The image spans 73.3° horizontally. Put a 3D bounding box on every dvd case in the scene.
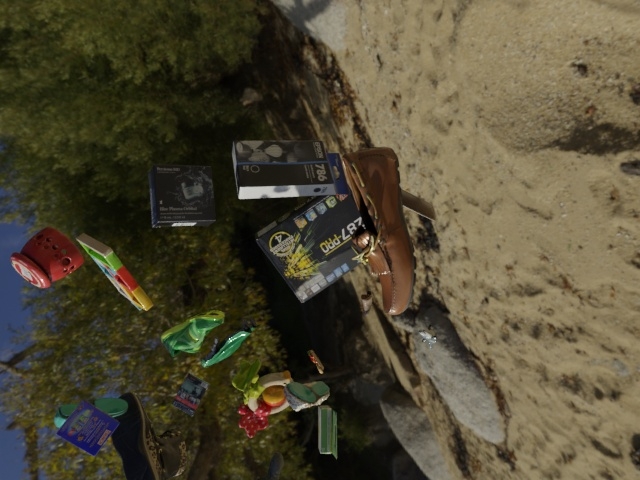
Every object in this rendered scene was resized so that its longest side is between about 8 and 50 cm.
[{"bbox_3d":[-0.454,0.539,1.507,0.087,0.119,0.013,25,171,7],"label":"dvd case"}]

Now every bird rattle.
[{"bbox_3d":[-0.178,0.517,1.399,0.143,0.207,0.253,-125,25,-65],"label":"bird rattle"}]

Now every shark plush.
[{"bbox_3d":[0.497,0.449,1.990,0.161,0.067,0.073,62,-170,-54],"label":"shark plush"}]

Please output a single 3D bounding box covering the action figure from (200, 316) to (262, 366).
[{"bbox_3d":[-0.299,0.332,1.365,0.063,0.232,0.137,52,-166,15],"label":"action figure"}]

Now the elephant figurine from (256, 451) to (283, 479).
[{"bbox_3d":[-0.187,0.716,1.131,0.186,0.169,0.239,-120,41,-65],"label":"elephant figurine"}]

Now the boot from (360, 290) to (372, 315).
[{"bbox_3d":[0.178,0.248,1.658,0.118,0.042,0.087,-24,-58,-67],"label":"boot"}]

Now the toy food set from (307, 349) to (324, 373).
[{"bbox_3d":[-0.015,0.408,1.458,0.083,0.020,0.082,57,173,-7],"label":"toy food set"}]

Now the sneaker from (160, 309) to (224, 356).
[{"bbox_3d":[-0.460,0.345,1.599,0.123,0.295,0.109,64,-157,6],"label":"sneaker"}]

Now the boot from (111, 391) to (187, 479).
[{"bbox_3d":[-0.676,0.795,1.720,0.377,0.138,0.284,61,-179,20],"label":"boot"}]

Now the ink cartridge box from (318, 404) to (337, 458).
[{"bbox_3d":[0.026,0.766,1.731,0.235,0.056,0.171,105,165,-74],"label":"ink cartridge box"}]

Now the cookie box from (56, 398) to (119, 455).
[{"bbox_3d":[-0.576,0.465,1.069,0.107,0.092,0.040,41,155,-14],"label":"cookie box"}]

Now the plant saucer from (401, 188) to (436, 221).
[{"bbox_3d":[0.266,-0.155,1.475,0.310,0.050,0.310,27,-170,-5],"label":"plant saucer"}]

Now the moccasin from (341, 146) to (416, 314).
[{"bbox_3d":[0.124,-0.014,0.965,0.139,0.147,0.380,-134,32,-74],"label":"moccasin"}]

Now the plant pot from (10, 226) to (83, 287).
[{"bbox_3d":[-1.032,0.073,1.622,0.174,0.191,0.191,-56,-41,-39],"label":"plant pot"}]

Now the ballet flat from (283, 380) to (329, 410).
[{"bbox_3d":[-0.047,0.469,1.278,0.091,0.077,0.241,42,-173,32],"label":"ballet flat"}]

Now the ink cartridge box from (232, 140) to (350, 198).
[{"bbox_3d":[-0.077,-0.207,1.230,0.065,0.332,0.165,116,145,-57],"label":"ink cartridge box"}]

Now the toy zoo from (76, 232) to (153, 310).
[{"bbox_3d":[-0.635,0.116,1.357,0.192,0.030,0.293,17,141,39],"label":"toy zoo"}]

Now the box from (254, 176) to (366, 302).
[{"bbox_3d":[0.000,0.000,1.631,0.318,0.395,0.097,57,179,-22],"label":"box"}]

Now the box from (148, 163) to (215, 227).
[{"bbox_3d":[-0.382,-0.121,1.184,0.093,0.156,0.158,-16,79,60],"label":"box"}]

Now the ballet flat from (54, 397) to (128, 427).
[{"bbox_3d":[-0.822,0.619,1.537,0.247,0.087,0.083,17,-155,-51],"label":"ballet flat"}]
